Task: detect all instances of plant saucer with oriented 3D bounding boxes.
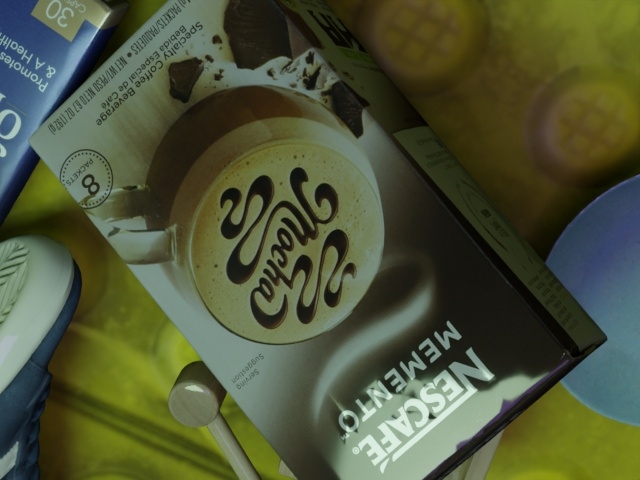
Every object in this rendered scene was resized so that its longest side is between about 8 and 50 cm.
[{"bbox_3d":[0.233,0.032,1.204,0.195,0.037,0.195,-2,115,-4],"label":"plant saucer"}]

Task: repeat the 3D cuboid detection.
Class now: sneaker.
[{"bbox_3d":[-0.215,0.151,1.191,0.148,0.131,0.350,24,117,-24],"label":"sneaker"}]

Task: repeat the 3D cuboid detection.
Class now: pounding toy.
[{"bbox_3d":[0.009,0.104,1.199,0.206,0.094,0.181,16,119,-2],"label":"pounding toy"}]

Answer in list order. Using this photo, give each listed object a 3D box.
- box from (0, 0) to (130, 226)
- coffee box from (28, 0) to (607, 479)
[{"bbox_3d":[-0.225,-0.083,1.093,0.136,0.036,0.225,34,111,4],"label":"box"},{"bbox_3d":[0.000,0.000,1.052,0.168,0.119,0.297,-43,79,15],"label":"coffee box"}]
